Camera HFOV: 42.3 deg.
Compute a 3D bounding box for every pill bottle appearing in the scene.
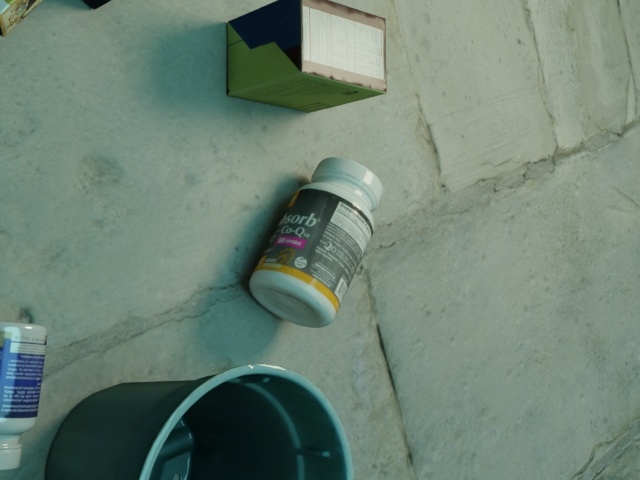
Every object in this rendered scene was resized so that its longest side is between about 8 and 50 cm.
[{"bbox_3d":[-0.425,0.200,1.082,0.112,0.112,0.187,12,78,-41],"label":"pill bottle"},{"bbox_3d":[0.000,0.000,1.455,0.162,0.162,0.278,43,59,-32],"label":"pill bottle"}]

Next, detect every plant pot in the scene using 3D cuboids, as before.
[{"bbox_3d":[-0.189,0.332,1.138,0.341,0.334,0.341,4,85,-41],"label":"plant pot"}]

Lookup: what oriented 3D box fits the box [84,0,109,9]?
[{"bbox_3d":[-0.329,-0.436,1.189,0.156,0.158,0.093,40,62,-32],"label":"box"}]

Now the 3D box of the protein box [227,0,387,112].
[{"bbox_3d":[-0.023,-0.318,1.431,0.201,0.199,0.136,4,84,-42],"label":"protein box"}]

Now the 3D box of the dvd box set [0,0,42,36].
[{"bbox_3d":[-0.378,-0.503,1.045,0.307,0.062,0.420,40,71,-3],"label":"dvd box set"}]
